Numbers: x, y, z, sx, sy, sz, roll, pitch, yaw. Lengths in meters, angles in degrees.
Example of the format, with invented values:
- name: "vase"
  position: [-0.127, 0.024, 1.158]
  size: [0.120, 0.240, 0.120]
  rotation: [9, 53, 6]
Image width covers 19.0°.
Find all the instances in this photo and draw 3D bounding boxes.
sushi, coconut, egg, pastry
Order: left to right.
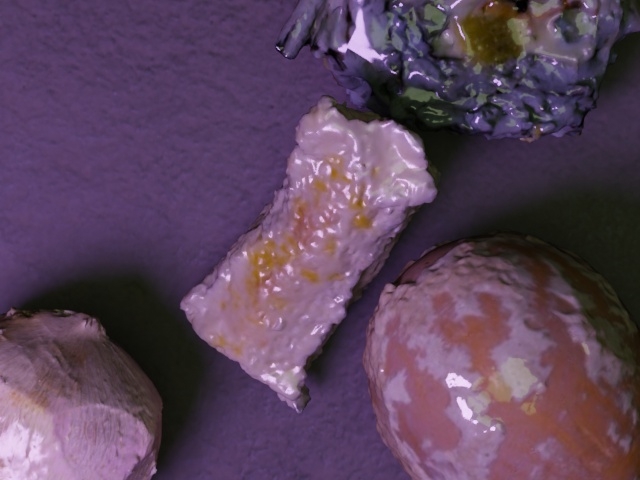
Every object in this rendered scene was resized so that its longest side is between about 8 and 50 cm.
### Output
- name: "coconut"
  position: [-0.202, 0.136, 1.372]
  size: [0.194, 0.194, 0.194]
  rotation: [0, 93, -3]
- name: "pastry"
  position: [-0.006, -0.002, 1.371]
  size: [0.121, 0.089, 0.258]
  rotation: [27, 122, -7]
- name: "sushi"
  position: [0.099, -0.166, 1.387]
  size: [0.274, 0.139, 0.184]
  rotation: [2, 94, -6]
- name: "egg"
  position: [0.142, 0.105, 1.373]
  size: [0.203, 0.203, 0.245]
  rotation: [-45, 95, 0]
